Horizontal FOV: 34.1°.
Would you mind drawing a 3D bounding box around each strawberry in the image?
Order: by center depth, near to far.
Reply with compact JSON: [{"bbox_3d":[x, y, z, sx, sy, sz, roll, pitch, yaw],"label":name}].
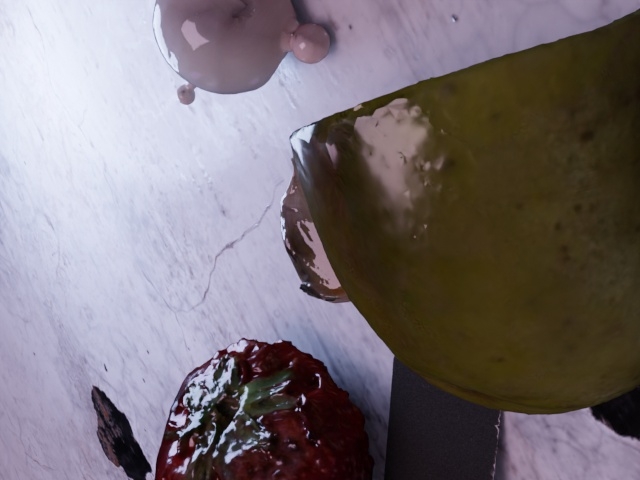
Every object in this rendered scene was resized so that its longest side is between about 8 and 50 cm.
[{"bbox_3d":[-0.052,0.257,1.128,0.274,0.274,0.220,15,158,47],"label":"strawberry"}]

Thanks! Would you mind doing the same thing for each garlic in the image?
[{"bbox_3d":[0.003,0.000,1.041,0.084,0.066,0.152,-44,76,24],"label":"garlic"}]

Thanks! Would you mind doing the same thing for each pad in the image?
[{"bbox_3d":[0.115,0.232,1.033,0.143,0.003,0.211,18,109,46],"label":"pad"}]

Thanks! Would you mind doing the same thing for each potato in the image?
[{"bbox_3d":[0.109,0.019,0.784,0.330,0.212,0.280,-12,100,55],"label":"potato"}]

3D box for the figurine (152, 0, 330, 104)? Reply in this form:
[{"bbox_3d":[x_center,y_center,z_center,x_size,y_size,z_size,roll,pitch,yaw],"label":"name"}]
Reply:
[{"bbox_3d":[-0.075,-0.220,0.952,0.257,0.182,0.144,113,166,-54],"label":"figurine"}]
